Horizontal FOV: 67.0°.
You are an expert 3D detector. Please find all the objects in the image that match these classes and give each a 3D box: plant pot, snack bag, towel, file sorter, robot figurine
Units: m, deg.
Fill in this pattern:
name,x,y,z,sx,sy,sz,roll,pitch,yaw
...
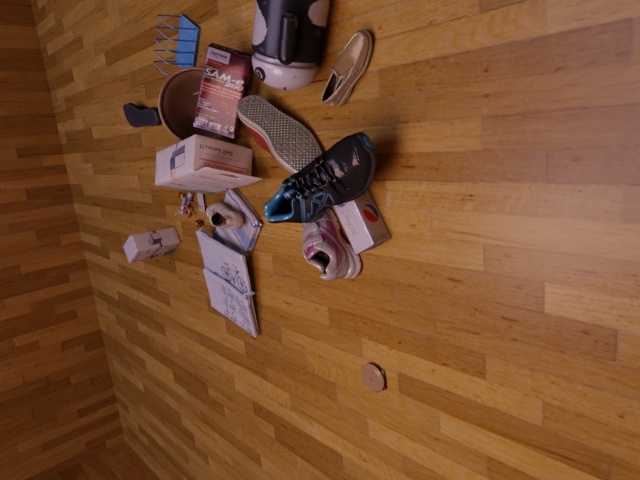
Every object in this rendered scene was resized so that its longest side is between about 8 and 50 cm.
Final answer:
name,x,y,z,sx,sy,sz,roll,pitch,yaw
plant pot,-0.385,-0.426,1.542,0.110,0.237,0.237,-95,2,-74
snack bag,-0.341,0.151,1.748,0.323,0.037,0.342,25,130,43
towel,-0.298,-0.032,1.676,0.209,0.034,0.285,52,136,25
file sorter,-0.488,-0.654,1.623,0.118,0.104,0.170,46,133,30
robot figurine,-0.076,-0.502,1.145,0.173,0.209,0.278,26,122,26

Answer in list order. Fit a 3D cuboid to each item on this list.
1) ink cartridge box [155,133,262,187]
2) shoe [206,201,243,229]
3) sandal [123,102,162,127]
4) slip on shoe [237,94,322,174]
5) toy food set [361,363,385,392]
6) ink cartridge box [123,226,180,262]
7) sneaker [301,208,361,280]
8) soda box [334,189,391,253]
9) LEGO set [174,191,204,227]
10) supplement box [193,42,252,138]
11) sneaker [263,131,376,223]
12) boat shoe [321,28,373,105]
name,x,y,z,sx,sy,sz,roll,pitch,yaw
ink cartridge box,-0.354,-0.236,1.521,0.353,0.207,0.119,-4,81,49
shoe,-0.340,-0.084,1.634,0.219,0.058,0.076,17,115,49
sandal,-0.728,-0.514,1.997,0.254,0.054,0.097,19,124,34
slip on shoe,-0.106,-0.274,1.328,0.331,0.123,0.101,44,164,24
toy food set,0.145,0.375,1.317,0.082,0.020,0.083,22,118,43
ink cartridge box,-0.715,0.018,2.049,0.139,0.191,0.082,-36,75,49
sneaker,0.000,0.000,1.282,0.252,0.111,0.103,55,137,21
soda box,0.086,-0.081,1.189,0.074,0.069,0.216,-34,76,49
LEGO set,-0.510,-0.173,1.854,0.182,0.060,0.244,13,113,50
supplement box,-0.285,-0.437,1.420,0.073,0.130,0.239,-86,13,-61
sneaker,-0.004,-0.123,1.115,0.341,0.140,0.125,-40,71,46
boat shoe,0.056,-0.392,1.112,0.068,0.072,0.190,49,134,26
